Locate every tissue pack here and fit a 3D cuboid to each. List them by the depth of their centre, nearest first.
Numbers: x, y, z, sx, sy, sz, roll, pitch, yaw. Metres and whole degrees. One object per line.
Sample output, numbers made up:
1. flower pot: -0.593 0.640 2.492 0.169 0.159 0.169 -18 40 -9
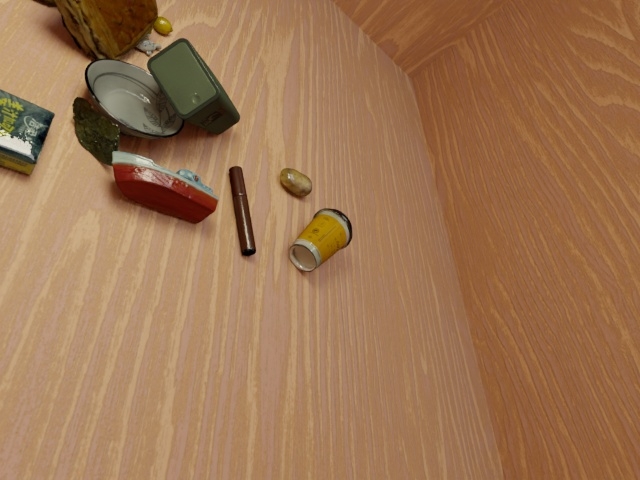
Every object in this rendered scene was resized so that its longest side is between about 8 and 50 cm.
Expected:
1. tissue pack: -0.828 -0.297 0.988 0.257 0.081 0.185 23 50 -37

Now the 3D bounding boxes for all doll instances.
1. doll: -0.670 -0.752 1.501 0.113 0.071 0.135 59 40 -30

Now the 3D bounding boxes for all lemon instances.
1. lemon: -0.632 -0.863 1.609 0.083 0.062 0.062 7 60 -44

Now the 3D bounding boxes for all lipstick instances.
1. lipstick: -0.291 -0.114 1.486 0.057 0.057 0.357 9 59 -45

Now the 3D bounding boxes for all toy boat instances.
1. toy boat: -0.482 -0.178 1.240 0.332 0.145 0.133 25 48 -44

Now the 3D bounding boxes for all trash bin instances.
1. trash bin: -0.417 -0.518 1.418 0.223 0.158 0.343 57 6 -1

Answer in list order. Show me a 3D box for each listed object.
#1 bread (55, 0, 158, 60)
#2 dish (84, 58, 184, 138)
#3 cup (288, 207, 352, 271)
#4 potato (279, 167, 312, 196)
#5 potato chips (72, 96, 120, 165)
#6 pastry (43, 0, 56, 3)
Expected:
1. bread: -0.708 -0.780 1.311 0.167 0.277 0.324 22 65 13
2. dish: -0.610 -0.433 1.299 0.316 0.106 0.316 31 39 -30
3. cup: 0.000 0.000 1.642 0.196 0.196 0.280 52 46 -8
4. potato: -0.106 -0.256 1.769 0.170 0.080 0.107 24 48 -43
5. potato chips: -0.650 -0.317 1.168 0.026 0.142 0.209 -58 137 -75
6. pastry: -0.898 -0.885 1.288 0.240 0.132 0.235 43 31 -29
